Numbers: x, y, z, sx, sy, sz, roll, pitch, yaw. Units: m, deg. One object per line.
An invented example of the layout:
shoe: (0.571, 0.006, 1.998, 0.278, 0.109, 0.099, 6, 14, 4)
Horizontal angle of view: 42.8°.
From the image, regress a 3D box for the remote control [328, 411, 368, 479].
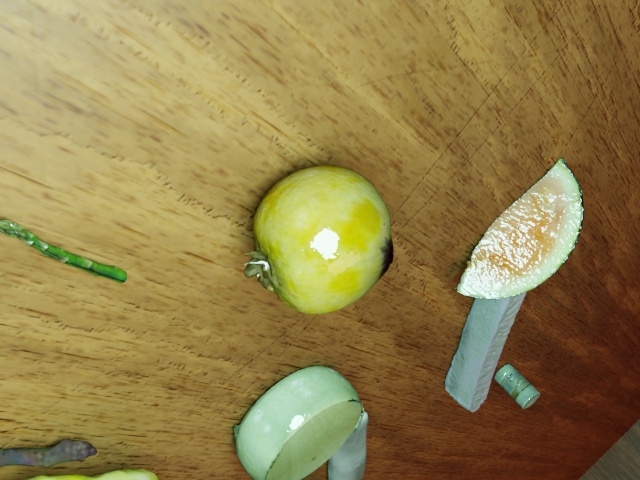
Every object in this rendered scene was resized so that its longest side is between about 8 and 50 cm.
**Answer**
remote control: (0.052, 0.368, 1.384, 0.073, 0.044, 0.229, -25, 144, -21)

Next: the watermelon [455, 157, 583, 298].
watermelon: (0.302, 0.000, 1.190, 0.245, 0.119, 0.063, -51, -171, 3)

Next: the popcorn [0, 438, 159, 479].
popcorn: (-0.261, 0.369, 0.838, 0.349, 0.349, 0.381, -29, 107, -21)

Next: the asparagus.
asparagus: (-0.222, 0.010, 0.700, 0.016, 0.016, 0.163, -23, 152, 18)

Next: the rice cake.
rice cake: (0.275, 0.158, 1.363, 0.056, 0.072, 0.365, -21, 140, -27)

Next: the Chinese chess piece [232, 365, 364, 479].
Chinese chess piece: (-0.030, 0.260, 1.140, 0.188, 0.083, 0.188, -31, 146, -24)

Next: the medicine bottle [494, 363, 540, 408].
medicine bottle: (0.389, 0.289, 1.620, 0.047, 0.083, 0.047, -28, 145, -22)

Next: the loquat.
loquat: (0.000, 0.000, 0.815, 0.163, 0.137, 0.163, -32, 165, -10)
